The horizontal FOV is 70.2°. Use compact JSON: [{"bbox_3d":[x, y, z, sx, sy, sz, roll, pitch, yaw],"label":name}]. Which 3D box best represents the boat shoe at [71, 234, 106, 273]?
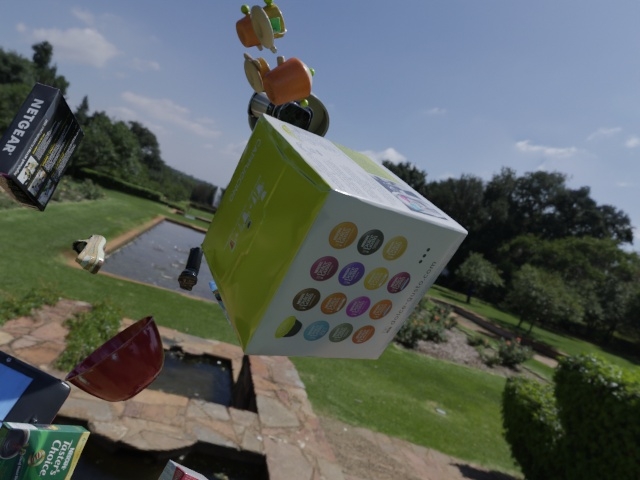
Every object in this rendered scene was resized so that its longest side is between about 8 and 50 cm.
[{"bbox_3d":[-0.588,0.019,1.149,0.072,0.068,0.190,32,-1,-32],"label":"boat shoe"}]

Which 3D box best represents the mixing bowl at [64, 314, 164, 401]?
[{"bbox_3d":[-0.365,0.234,0.859,0.098,0.181,0.181,57,-7,-12],"label":"mixing bowl"}]

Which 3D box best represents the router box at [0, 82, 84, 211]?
[{"bbox_3d":[-0.489,-0.159,0.793,0.046,0.179,0.133,15,-24,-3],"label":"router box"}]

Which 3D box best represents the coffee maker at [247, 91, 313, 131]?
[{"bbox_3d":[-0.108,-0.395,1.413,0.171,0.120,0.178,-16,37,-39],"label":"coffee maker"}]

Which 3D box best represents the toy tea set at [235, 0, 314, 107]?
[{"bbox_3d":[-0.101,-0.464,1.023,0.200,0.124,0.336,50,-20,31],"label":"toy tea set"}]

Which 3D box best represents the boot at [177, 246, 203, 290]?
[{"bbox_3d":[-0.312,0.063,1.109,0.045,0.099,0.121,17,-25,-12],"label":"boot"}]

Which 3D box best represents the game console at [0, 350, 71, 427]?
[{"bbox_3d":[-0.925,0.447,1.193,0.386,0.342,0.060,36,-46,-18],"label":"game console"}]

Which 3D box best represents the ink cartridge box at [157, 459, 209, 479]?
[{"bbox_3d":[-0.398,0.735,1.262,0.127,0.176,0.128,42,-29,-27],"label":"ink cartridge box"}]

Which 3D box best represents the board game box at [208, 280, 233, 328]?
[{"bbox_3d":[-0.214,0.160,1.321,0.039,0.160,0.211,57,-14,37],"label":"board game box"}]

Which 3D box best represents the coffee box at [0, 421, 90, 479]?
[{"bbox_3d":[-0.586,0.441,0.943,0.040,0.113,0.184,9,-19,31],"label":"coffee box"}]

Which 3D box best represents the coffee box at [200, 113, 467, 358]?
[{"bbox_3d":[0.000,0.000,0.925,0.334,0.337,0.338,13,26,-36],"label":"coffee box"}]

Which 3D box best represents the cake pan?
[{"bbox_3d":[-0.113,-0.446,1.652,0.293,0.054,0.293,0,-34,0],"label":"cake pan"}]
